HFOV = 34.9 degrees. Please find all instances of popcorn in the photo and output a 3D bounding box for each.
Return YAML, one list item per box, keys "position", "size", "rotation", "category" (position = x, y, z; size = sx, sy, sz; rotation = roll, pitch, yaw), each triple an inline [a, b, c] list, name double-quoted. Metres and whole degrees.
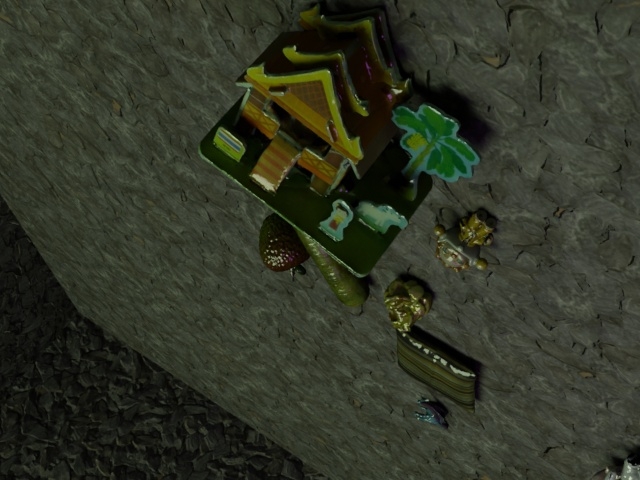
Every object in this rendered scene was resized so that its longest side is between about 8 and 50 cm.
- position: [0.167, 0.124, 2.017]
  size: [0.097, 0.089, 0.109]
  rotation: [43, 164, 20]
  category: "popcorn"

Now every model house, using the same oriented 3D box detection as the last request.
- position: [0.041, -0.158, 1.470]
  size: [0.357, 0.242, 0.313]
  rotation: [40, 155, 1]
  category: "model house"

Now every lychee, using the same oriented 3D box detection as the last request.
- position: [-0.073, 0.011, 2.131]
  size: [0.114, 0.114, 0.146]
  rotation: [4, 120, 55]
  category: "lychee"

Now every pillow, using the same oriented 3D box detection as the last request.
- position: [0.251, 0.282, 2.226]
  size: [0.208, 0.052, 0.212]
  rotation: [33, 157, 23]
  category: "pillow"

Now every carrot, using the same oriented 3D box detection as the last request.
- position: [0.000, 0.000, 2.054]
  size: [0.074, 0.074, 0.358]
  rotation: [12, 144, 48]
  category: "carrot"

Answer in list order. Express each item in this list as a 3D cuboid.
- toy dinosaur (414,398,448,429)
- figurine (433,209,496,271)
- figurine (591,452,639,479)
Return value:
- position: [0.270, 0.419, 2.477]
  size: [0.080, 0.045, 0.197]
  rotation: [10, 154, 27]
  category: "toy dinosaur"
- position: [0.238, -0.004, 1.688]
  size: [0.101, 0.068, 0.143]
  rotation: [25, 142, 22]
  category: "figurine"
- position: [0.608, 0.494, 2.023]
  size: [0.137, 0.112, 0.229]
  rotation: [22, 141, 18]
  category: "figurine"
